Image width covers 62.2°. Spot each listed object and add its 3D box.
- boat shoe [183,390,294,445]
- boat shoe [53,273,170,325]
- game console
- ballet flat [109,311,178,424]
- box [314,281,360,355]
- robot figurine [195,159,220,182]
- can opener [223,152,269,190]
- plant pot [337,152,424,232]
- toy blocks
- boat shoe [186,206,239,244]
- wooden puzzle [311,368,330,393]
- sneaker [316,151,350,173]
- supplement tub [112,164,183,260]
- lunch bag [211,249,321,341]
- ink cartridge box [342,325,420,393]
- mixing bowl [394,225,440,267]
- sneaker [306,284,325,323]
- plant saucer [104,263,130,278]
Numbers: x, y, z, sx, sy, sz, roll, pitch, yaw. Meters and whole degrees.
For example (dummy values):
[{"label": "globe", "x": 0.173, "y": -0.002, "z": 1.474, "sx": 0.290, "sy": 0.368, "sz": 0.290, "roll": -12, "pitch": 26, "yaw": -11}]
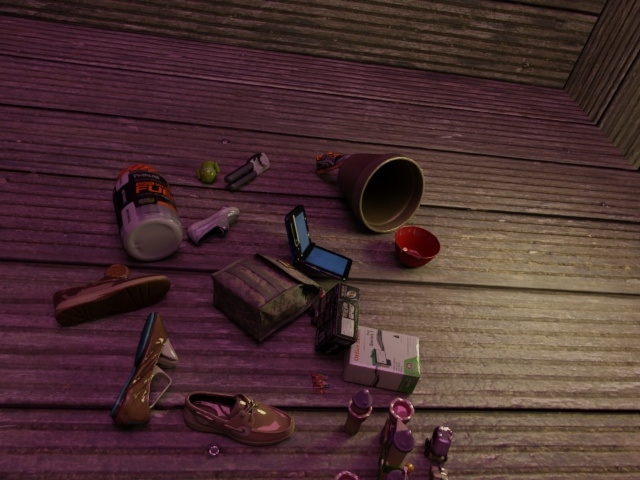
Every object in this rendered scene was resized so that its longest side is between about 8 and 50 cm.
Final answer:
[{"label": "boat shoe", "x": -0.215, "y": 0.465, "z": 1.416, "sx": 0.302, "sy": 0.098, "sz": 0.109, "roll": 12, "pitch": 41, "yaw": -1}, {"label": "boat shoe", "x": -0.646, "y": 0.153, "z": 1.647, "sx": 0.341, "sy": 0.123, "sz": 0.123, "roll": -18, "pitch": 50, "yaw": -22}, {"label": "game console", "x": 0.000, "y": 0.000, "z": 1.870, "sx": 0.173, "sy": 0.251, "sz": 0.293, "roll": -10, "pitch": 10, "yaw": 9}, {"label": "ballet flat", "x": -0.470, "y": 0.358, "z": 1.478, "sx": 0.124, "sy": 0.116, "sz": 0.343, "roll": 25, "pitch": 38, "yaw": -17}, {"label": "box", "x": 0.053, "y": 0.246, "z": 1.656, "sx": 0.077, "sy": 0.147, "sz": 0.180, "roll": 19, "pitch": 54, "yaw": -19}, {"label": "robot figurine", "x": -0.470, "y": -0.288, "z": 2.225, "sx": 0.101, "sy": 0.067, "sz": 0.115, "roll": -16, "pitch": 42, "yaw": 8}, {"label": "can opener", "x": -0.317, "y": -0.296, "z": 2.288, "sx": 0.093, "sy": 0.074, "sz": 0.280, "roll": -5, "pitch": 27, "yaw": 36}, {"label": "plant pot", "x": 0.217, "y": -0.231, "z": 2.192, "sx": 0.322, "sy": 0.324, "sz": 0.280, "roll": -14, "pitch": 32, "yaw": -28}, {"label": "toy blocks", "x": 0.205, "y": 0.530, "z": 1.329, "sx": 0.308, "sy": 0.260, "sz": 0.289, "roll": 14, "pitch": 40, "yaw": 2}, {"label": "boat shoe", "x": -0.386, "y": -0.048, "z": 1.979, "sx": 0.227, "sy": 0.079, "sz": 0.081, "roll": -30, "pitch": 65, "yaw": -32}, {"label": "wooden puzzle", "x": 0.001, "y": 0.422, "z": 1.592, "sx": 0.049, "sy": 0.006, "sz": 0.083, "roll": 1, "pitch": 42, "yaw": -14}, {"label": "sneaker", "x": 0.049, "y": -0.350, "z": 2.331, "sx": 0.084, "sy": 0.083, "sz": 0.214, "roll": -19, "pitch": 7, "yaw": -41}, {"label": "supplement tub", "x": -0.618, "y": -0.108, "z": 1.878, "sx": 0.207, "sy": 0.207, "sz": 0.338, "roll": -9, "pitch": 46, "yaw": -23}, {"label": "lunch bag", "x": -0.168, "y": 0.151, "z": 1.726, "sx": 0.235, "sy": 0.169, "sz": 0.287, "roll": 32, "pitch": 43, "yaw": 30}, {"label": "ink cartridge box", "x": 0.187, "y": 0.364, "z": 1.639, "sx": 0.219, "sy": 0.093, "sz": 0.160, "roll": 11, "pitch": 40, "yaw": -3}, {"label": "mixing bowl", "x": 0.362, "y": 0.038, "z": 2.049, "sx": 0.181, "sy": 0.098, "sz": 0.182, "roll": 7, "pitch": 42, "yaw": -6}, {"label": "sneaker", "x": -0.017, "y": 0.213, "z": 1.785, "sx": 0.064, "sy": 0.061, "sz": 0.158, "roll": -2, "pitch": 42, "yaw": -7}, {"label": "plant saucer", "x": -0.677, "y": 0.105, "z": 1.768, "sx": 0.083, "sy": 0.015, "sz": 0.084, "roll": 8, "pitch": 41, "yaw": -7}]
